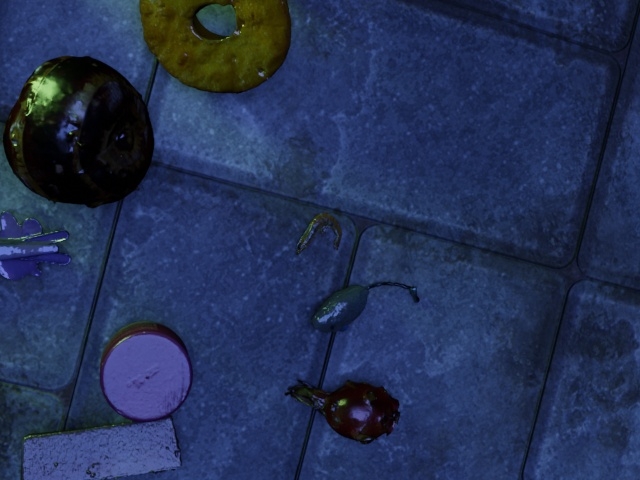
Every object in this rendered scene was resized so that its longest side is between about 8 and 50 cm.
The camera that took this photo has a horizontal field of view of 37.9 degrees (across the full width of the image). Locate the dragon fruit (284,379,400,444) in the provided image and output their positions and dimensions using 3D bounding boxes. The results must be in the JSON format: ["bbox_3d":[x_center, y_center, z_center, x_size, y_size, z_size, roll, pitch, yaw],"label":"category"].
[{"bbox_3d":[0.045,0.348,1.956,0.246,0.125,0.126,19,102,5],"label":"dragon fruit"}]

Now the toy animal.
[{"bbox_3d":[0.089,0.128,1.978,0.252,0.070,0.079,-20,132,-22],"label":"toy animal"}]

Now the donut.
[{"bbox_3d":[-0.193,-0.434,1.810,0.302,0.110,0.303,6,122,10],"label":"donut"}]

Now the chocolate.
[{"bbox_3d":[-0.441,0.420,1.857,0.321,0.112,0.112,-7,86,-11],"label":"chocolate"}]

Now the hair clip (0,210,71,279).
[{"bbox_3d":[-0.630,0.012,1.813,0.278,0.090,0.137,-4,93,-16],"label":"hair clip"}]

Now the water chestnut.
[{"bbox_3d":[-0.466,-0.204,1.755,0.299,0.300,0.300,-1,93,-11],"label":"water chestnut"}]

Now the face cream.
[{"bbox_3d":[-0.341,0.249,1.821,0.175,0.195,0.175,-1,93,-13],"label":"face cream"}]

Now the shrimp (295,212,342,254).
[{"bbox_3d":[0.000,0.000,1.968,0.083,0.023,0.114,42,81,-13],"label":"shrimp"}]
